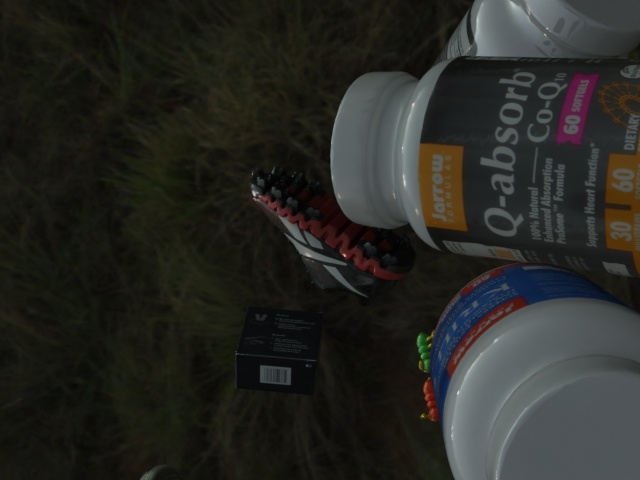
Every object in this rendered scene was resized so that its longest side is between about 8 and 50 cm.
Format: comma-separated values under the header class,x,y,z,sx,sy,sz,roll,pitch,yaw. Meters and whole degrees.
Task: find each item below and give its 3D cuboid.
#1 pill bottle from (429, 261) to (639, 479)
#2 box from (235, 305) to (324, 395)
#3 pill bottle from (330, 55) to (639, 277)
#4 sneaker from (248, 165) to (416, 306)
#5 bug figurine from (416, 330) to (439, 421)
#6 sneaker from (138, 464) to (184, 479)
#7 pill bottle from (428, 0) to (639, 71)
class,x,y,z,sx,sy,sz,roll,pitch,yaw
pill bottle,0.121,0.083,0.480,0.124,0.221,0.124,0,95,3
box,-0.079,0.215,1.870,0.156,0.158,0.093,5,123,3
pill bottle,0.159,-0.062,0.745,0.278,0.162,0.162,7,89,30
sneaker,0.000,0.000,1.394,0.276,0.097,0.135,33,127,11
bug figurine,0.266,0.317,2.094,0.072,0.279,0.216,-17,68,16
sneaker,-0.214,0.349,1.064,0.118,0.083,0.222,10,98,38
pill bottle,0.259,-0.211,1.222,0.210,0.210,0.363,65,150,21
